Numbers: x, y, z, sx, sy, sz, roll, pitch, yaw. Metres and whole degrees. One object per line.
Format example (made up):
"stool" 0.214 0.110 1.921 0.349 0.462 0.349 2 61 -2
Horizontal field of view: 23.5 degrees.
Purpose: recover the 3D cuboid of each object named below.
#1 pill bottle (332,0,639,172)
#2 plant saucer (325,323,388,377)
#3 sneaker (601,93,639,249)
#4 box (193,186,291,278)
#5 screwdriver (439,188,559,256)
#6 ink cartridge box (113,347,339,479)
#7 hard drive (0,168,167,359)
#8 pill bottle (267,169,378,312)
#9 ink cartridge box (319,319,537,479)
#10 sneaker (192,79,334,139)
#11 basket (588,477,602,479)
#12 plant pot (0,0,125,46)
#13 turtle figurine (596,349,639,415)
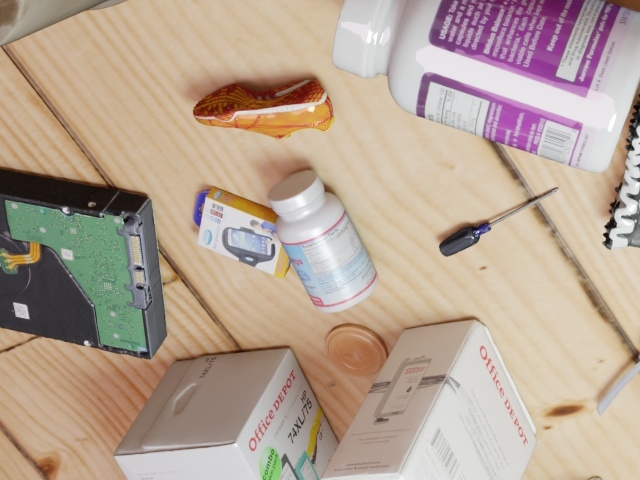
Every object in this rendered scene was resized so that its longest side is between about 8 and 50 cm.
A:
"pill bottle" 0.172 -0.190 1.563 0.301 0.169 0.169 20 130 9
"plant saucer" 0.045 0.143 1.975 0.083 0.013 0.083 13 129 16
"sneaker" 0.370 -0.079 1.624 0.106 0.078 0.234 12 130 8
"box" -0.097 -0.012 1.912 0.136 0.028 0.081 20 131 7
"screwdriver" 0.208 -0.021 1.777 0.170 0.024 0.025 -26 141 29
"ink cartridge box" -0.103 0.311 2.046 0.197 0.198 0.270 -9 121 30
"hard drive" -0.374 0.021 2.037 0.339 0.064 0.237 10 128 18
"pill bottle" 0.000 0.000 1.837 0.087 0.087 0.160 -12 119 31
"ink cartridge box" 0.138 0.263 1.847 0.117 0.283 0.207 -10 120 34
"sneaker" -0.068 -0.142 1.778 0.175 0.064 0.067 3 136 26
"basket" 0.358 0.398 1.969 0.167 0.103 0.113 45 130 -13
"plant pot" -0.322 -0.341 1.597 0.323 0.280 0.323 12 129 15
"turtle figurine" 0.412 0.151 1.696 0.275 0.198 0.266 -3 122 21
